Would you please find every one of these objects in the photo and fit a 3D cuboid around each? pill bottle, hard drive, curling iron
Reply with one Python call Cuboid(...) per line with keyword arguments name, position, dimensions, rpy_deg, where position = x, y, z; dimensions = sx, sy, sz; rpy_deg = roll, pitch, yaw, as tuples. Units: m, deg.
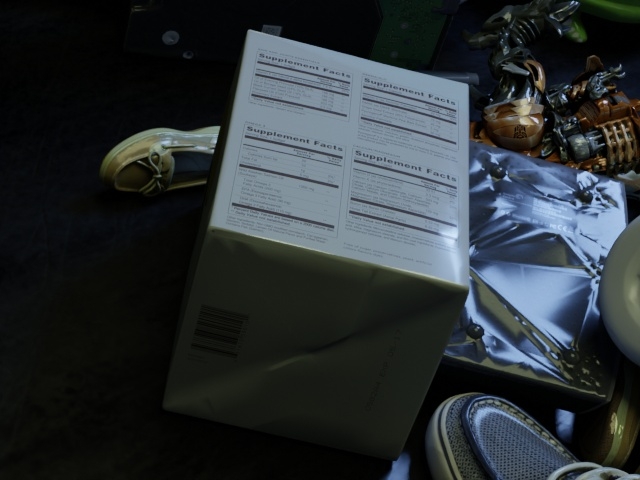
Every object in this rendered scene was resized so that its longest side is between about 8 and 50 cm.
Cuboid(name="pill bottle", position=(0.356, 0.063, 1.259), dimensions=(0.264, 0.146, 0.146), rpy_deg=(20, 27, -50))
Cuboid(name="hard drive", position=(0.179, 0.031, 1.288), dimensions=(0.172, 0.054, 0.255), rpy_deg=(15, 48, -1))
Cuboid(name="curling iron", position=(0.060, -0.156, 1.524), dimensions=(0.274, 0.035, 0.068), rpy_deg=(-6, 26, -40))
Cuboid(name="hard drive", position=(-0.017, -0.282, 1.486), dimensions=(0.338, 0.237, 0.064), rpy_deg=(3, 43, -18))

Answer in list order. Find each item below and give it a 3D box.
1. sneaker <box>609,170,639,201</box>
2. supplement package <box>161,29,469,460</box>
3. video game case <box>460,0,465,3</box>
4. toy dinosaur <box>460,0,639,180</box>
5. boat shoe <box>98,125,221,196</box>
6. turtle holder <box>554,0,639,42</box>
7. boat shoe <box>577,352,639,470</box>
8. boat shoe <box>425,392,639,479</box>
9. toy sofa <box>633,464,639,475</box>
Cuboid(name="sneaker", position=(0.329, -0.065, 1.529), dimensions=(0.109, 0.044, 0.040), rpy_deg=(-3, 42, -27))
Cuboid(name="supplement package", position=(0.000, 0.000, 1.200), dimensions=(0.198, 0.199, 0.263), rpy_deg=(13, 40, -6))
Cuboid(name="video game case", position=(0.152, -0.330, 1.674), dimensions=(0.201, 0.023, 0.183), rpy_deg=(-26, 41, 16))
Cuboid(name="toy dinosaur", position=(0.207, -0.123, 1.456), dimensions=(0.321, 0.164, 0.218), rpy_deg=(14, 44, -7))
Cuboid(name="boat shoe", position=(-0.128, -0.068, 1.341), dimensions=(0.153, 0.056, 0.048), rpy_deg=(-9, 43, -40))
Cuboid(name="turtle holder", position=(0.329, -0.412, 1.780), dimensions=(0.243, 0.227, 0.320), rpy_deg=(0, 44, -21))
Cuboid(name="boat shoe", position=(0.269, 0.132, 1.268), dimensions=(0.072, 0.068, 0.190), rpy_deg=(30, 39, -6))
Cuboid(name="boat shoe", position=(0.215, 0.204, 1.087), dimensions=(0.127, 0.158, 0.340), rpy_deg=(-17, 52, -36))
Cuboid(name="toy sofa", position=(0.384, 0.259, 1.079), dimensions=(0.150, 0.177, 0.363), rpy_deg=(1, 44, -22))
